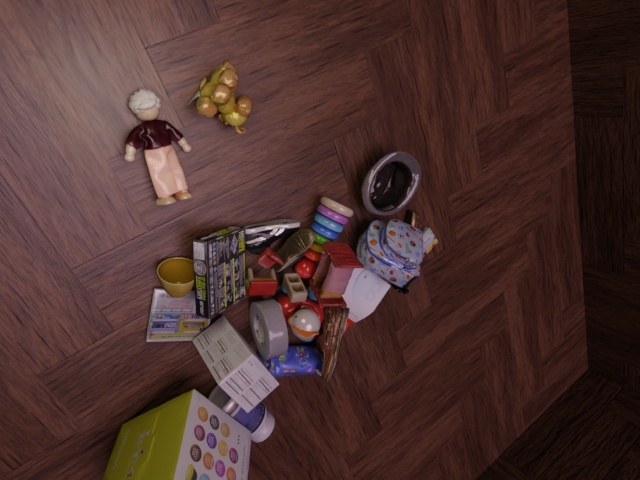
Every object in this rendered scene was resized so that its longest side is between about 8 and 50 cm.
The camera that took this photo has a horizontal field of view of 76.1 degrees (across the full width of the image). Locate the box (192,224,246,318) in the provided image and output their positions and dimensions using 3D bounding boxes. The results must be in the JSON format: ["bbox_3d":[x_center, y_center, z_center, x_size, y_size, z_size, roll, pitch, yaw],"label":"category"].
[{"bbox_3d":[-0.340,0.103,1.403,0.216,0.060,0.270,-32,127,-61],"label":"box"}]

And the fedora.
[{"bbox_3d":[0.269,-0.239,1.686,0.243,0.124,0.275,26,99,-31],"label":"fedora"}]

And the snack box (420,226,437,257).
[{"bbox_3d":[0.482,0.019,1.937,0.141,0.037,0.100,-46,120,-11],"label":"snack box"}]

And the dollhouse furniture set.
[{"bbox_3d":[-0.062,0.125,1.466,0.374,0.152,0.201,1,124,-26],"label":"dollhouse furniture set"}]

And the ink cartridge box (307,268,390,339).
[{"bbox_3d":[0.086,0.265,1.749,0.308,0.091,0.385,38,83,-32],"label":"ink cartridge box"}]

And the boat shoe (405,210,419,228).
[{"bbox_3d":[0.415,-0.046,1.864,0.060,0.064,0.178,4,99,-29],"label":"boat shoe"}]

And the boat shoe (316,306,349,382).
[{"bbox_3d":[0.035,0.414,1.673,0.104,0.111,0.307,14,76,5],"label":"boat shoe"}]

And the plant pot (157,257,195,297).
[{"bbox_3d":[-0.478,0.136,1.373,0.134,0.134,0.095,-5,130,-29],"label":"plant pot"}]

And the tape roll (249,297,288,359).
[{"bbox_3d":[-0.196,0.327,1.526,0.072,0.219,0.219,-11,109,-27],"label":"tape roll"}]

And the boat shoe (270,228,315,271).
[{"bbox_3d":[-0.100,0.038,1.557,0.223,0.080,0.073,-43,162,15],"label":"boat shoe"}]

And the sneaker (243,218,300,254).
[{"bbox_3d":[-0.180,-0.008,1.529,0.216,0.079,0.121,-9,112,-19],"label":"sneaker"}]

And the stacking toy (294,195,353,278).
[{"bbox_3d":[0.000,0.000,1.608,0.141,0.141,0.330,21,99,-33],"label":"stacking toy"}]

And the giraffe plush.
[{"bbox_3d":[-0.288,-0.424,1.282,0.170,0.210,0.181,32,62,-38],"label":"giraffe plush"}]

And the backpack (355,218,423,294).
[{"bbox_3d":[0.287,0.041,1.689,0.263,0.277,0.213,18,133,-6],"label":"backpack"}]

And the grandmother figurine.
[{"bbox_3d":[-0.502,-0.285,1.250,0.208,0.104,0.342,-32,118,-50],"label":"grandmother figurine"}]

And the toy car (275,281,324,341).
[{"bbox_3d":[-0.081,0.297,1.547,0.210,0.238,0.219,14,102,-8],"label":"toy car"}]

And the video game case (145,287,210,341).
[{"bbox_3d":[-0.494,0.264,1.451,0.212,0.023,0.193,7,100,-32],"label":"video game case"}]

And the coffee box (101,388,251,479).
[{"bbox_3d":[-0.474,0.776,1.361,0.338,0.338,0.334,-28,121,14],"label":"coffee box"}]

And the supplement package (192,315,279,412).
[{"bbox_3d":[-0.303,0.434,1.455,0.145,0.262,0.204,-39,129,-14],"label":"supplement package"}]

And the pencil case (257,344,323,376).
[{"bbox_3d":[-0.106,0.500,1.682,0.306,0.133,0.119,10,124,-31],"label":"pencil case"}]

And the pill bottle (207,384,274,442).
[{"bbox_3d":[-0.305,0.672,1.602,0.153,0.153,0.265,-45,121,-12],"label":"pill bottle"}]
